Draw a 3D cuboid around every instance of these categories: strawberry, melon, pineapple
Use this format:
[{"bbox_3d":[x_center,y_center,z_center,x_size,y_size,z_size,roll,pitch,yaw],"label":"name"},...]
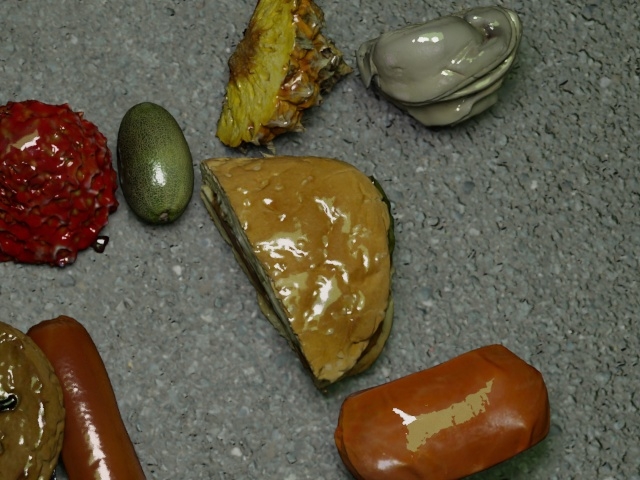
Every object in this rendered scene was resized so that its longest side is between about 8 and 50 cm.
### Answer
[{"bbox_3d":[-0.364,-0.083,1.752,0.234,0.178,0.234,0,75,0],"label":"strawberry"},{"bbox_3d":[-0.213,-0.101,1.812,0.099,0.099,0.162,-9,71,-9],"label":"melon"},{"bbox_3d":[-0.019,-0.205,1.828,0.164,0.140,0.249,20,105,-33],"label":"pineapple"}]

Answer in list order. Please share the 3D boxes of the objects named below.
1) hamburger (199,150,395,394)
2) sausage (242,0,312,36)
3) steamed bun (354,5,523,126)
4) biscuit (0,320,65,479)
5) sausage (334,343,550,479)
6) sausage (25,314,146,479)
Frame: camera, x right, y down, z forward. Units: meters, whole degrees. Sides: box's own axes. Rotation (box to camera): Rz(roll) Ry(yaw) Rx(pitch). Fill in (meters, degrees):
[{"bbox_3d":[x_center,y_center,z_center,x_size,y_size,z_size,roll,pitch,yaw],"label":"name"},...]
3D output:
[{"bbox_3d":[0.002,0.000,1.773,0.209,0.162,0.330,-29,73,-13],"label":"hamburger"},{"bbox_3d":[-0.029,-0.378,1.937,0.083,0.083,0.264,18,69,-1],"label":"sausage"},{"bbox_3d":[0.162,-0.220,1.852,0.211,0.218,0.144,-17,96,-17],"label":"steamed bun"},{"bbox_3d":[-0.443,0.216,1.661,0.296,0.075,0.296,-2,74,9],"label":"biscuit"},{"bbox_3d":[0.148,0.221,1.722,0.268,0.153,0.141,-17,81,-11],"label":"sausage"},{"bbox_3d":[-0.282,0.226,1.706,0.089,0.083,0.300,-23,75,-2],"label":"sausage"}]
